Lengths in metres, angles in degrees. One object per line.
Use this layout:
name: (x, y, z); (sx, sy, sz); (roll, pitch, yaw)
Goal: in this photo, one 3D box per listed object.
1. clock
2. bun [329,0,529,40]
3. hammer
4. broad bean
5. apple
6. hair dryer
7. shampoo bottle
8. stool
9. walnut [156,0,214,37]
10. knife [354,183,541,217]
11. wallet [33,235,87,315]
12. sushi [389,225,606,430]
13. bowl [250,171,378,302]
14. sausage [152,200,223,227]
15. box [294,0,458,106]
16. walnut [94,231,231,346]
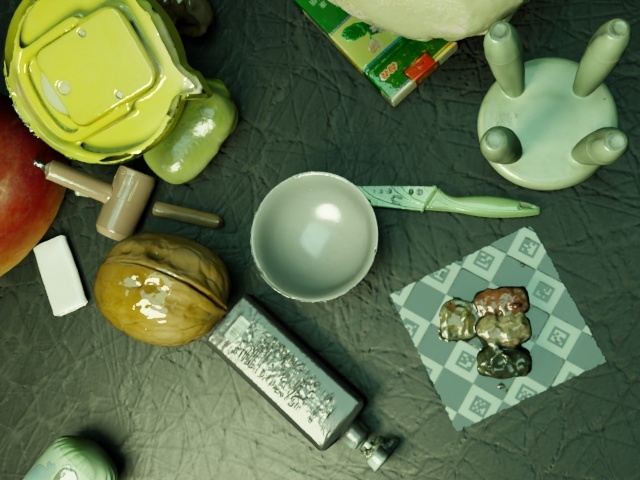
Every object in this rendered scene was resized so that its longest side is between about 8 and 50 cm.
clock: (-0.324, -0.255, 1.157); (0.294, 0.071, 0.277); (-19, 104, 17)
bun: (0.149, -0.426, 1.081); (0.365, 0.219, 0.365); (-1, 66, 3)
hammer: (-0.315, 0.459, 1.153); (0.335, 0.119, 0.206); (39, 93, 8)
broad bean: (-0.205, -0.176, 1.213); (0.174, 0.082, 0.124); (-42, 78, 4)
apple: (-0.611, -0.082, 1.250); (0.329, 0.295, 0.365); (13, 71, 52)
hair dryer: (-0.360, -0.080, 1.211); (0.182, 0.064, 0.117); (24, 90, -20)
shampoo bottle: (-0.023, 0.214, 1.128); (0.309, 0.071, 0.098); (41, 92, 14)
stool: (0.306, -0.181, 1.040); (0.195, 0.199, 0.195); (2, 82, 14)
walnut: (-0.307, -0.351, 1.232); (0.204, 0.141, 0.238); (41, 90, 19)
knife: (0.174, -0.060, 1.145); (0.293, 0.020, 0.043); (4, 86, 14)
wallet: (-0.421, 0.057, 1.263); (0.061, 0.025, 0.122); (-24, 78, 11)
sushi: (0.243, 0.121, 1.092); (0.231, 0.047, 0.219); (-27, 78, 8)
bowl: (0.000, 0.000, 1.143); (0.189, 0.086, 0.189); (-2, 83, 14)
sausage: (-0.208, -0.039, 1.226); (0.116, 0.026, 0.026); (13, 86, 14)
box: (0.082, -0.331, 1.191); (0.132, 0.034, 0.235); (-41, 77, 3)
walnut: (-0.232, 0.072, 1.150); (0.207, 0.167, 0.167); (14, 86, 14)
